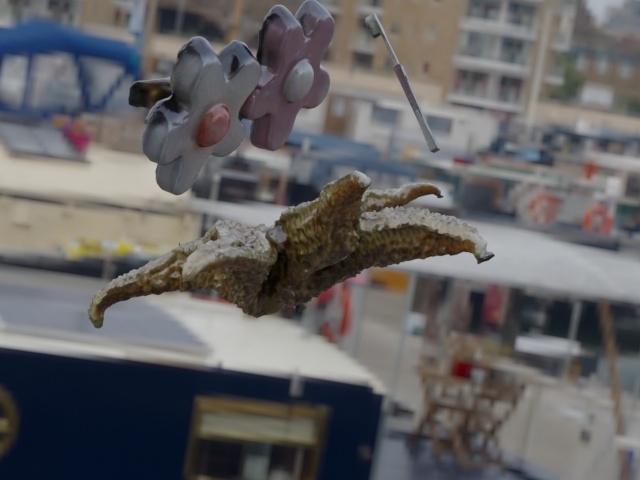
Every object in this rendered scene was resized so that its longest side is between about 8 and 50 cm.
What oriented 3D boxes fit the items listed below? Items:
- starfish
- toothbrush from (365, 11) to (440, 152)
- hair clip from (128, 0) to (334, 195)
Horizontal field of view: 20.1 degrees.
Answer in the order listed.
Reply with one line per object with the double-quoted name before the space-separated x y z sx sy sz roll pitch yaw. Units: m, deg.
"starfish" 0.002 0.005 1.279 0.301 0.084 0.293 -13 -1 -17
"toothbrush" 0.099 -0.192 2.181 0.017 0.194 0.014 -31 -17 16
"hair clip" -0.072 -0.126 1.541 0.075 0.146 0.257 28 34 34
